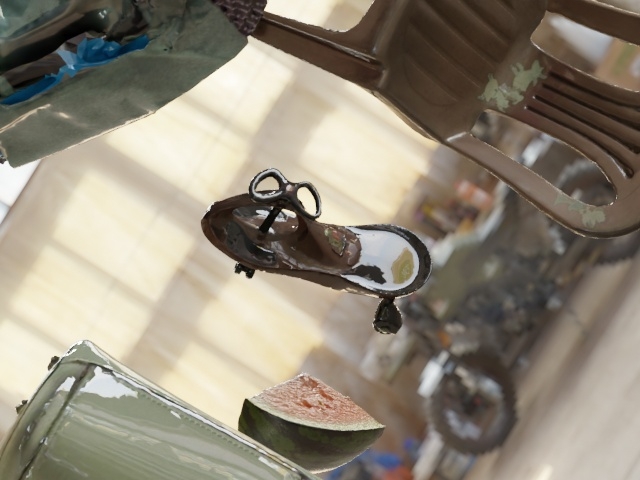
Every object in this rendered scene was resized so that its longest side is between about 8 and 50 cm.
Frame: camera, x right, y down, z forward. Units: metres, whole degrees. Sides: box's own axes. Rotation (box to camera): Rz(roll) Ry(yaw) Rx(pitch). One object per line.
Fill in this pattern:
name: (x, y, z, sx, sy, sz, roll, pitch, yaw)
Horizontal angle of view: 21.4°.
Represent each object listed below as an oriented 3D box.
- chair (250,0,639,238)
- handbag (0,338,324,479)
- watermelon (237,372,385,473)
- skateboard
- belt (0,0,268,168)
chair: (0.124, -0.147, 1.302, 0.326, 0.183, 0.176, 31, 89, 46)
handbag: (-0.066, 0.211, 1.037, 0.241, 0.315, 0.109, -56, 6, 33)
watermelon: (-0.007, 0.165, 1.556, 0.125, 0.135, 0.094, 82, -170, -52)
skateboard: (0.000, 0.000, 1.092, 0.080, 0.151, 0.067, 124, 158, -52)
belt: (-0.195, -0.172, 1.181, 0.324, 0.122, 0.260, -21, -33, 0)
